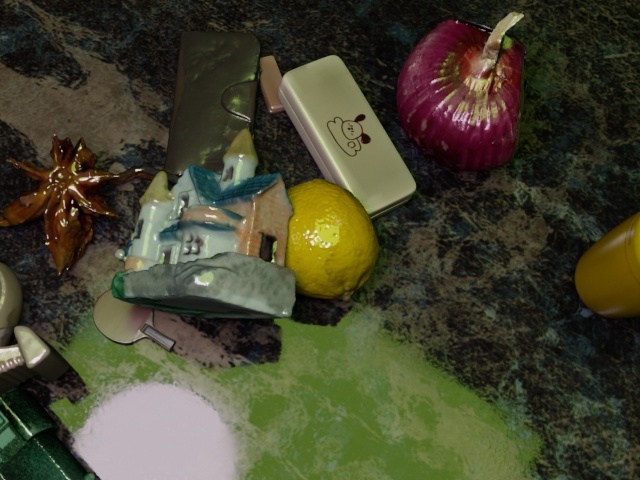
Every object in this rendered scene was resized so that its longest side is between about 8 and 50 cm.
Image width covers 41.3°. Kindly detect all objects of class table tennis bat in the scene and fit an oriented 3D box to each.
[{"bbox_3d":[-0.321,0.142,1.474,0.158,0.014,0.095,31,69,7],"label":"table tennis bat"}]

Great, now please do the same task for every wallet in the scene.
[{"bbox_3d":[-0.202,-0.259,1.599,0.165,0.042,0.310,1,70,9],"label":"wallet"}]

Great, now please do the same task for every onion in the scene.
[{"bbox_3d":[0.258,-0.251,1.563,0.256,0.272,0.231,16,71,38],"label":"onion"}]

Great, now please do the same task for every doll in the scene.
[{"bbox_3d":[-0.309,0.028,1.496,0.083,0.050,0.076,27,53,5],"label":"doll"}]

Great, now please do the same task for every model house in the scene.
[{"bbox_3d":[-0.179,-0.046,1.387,0.194,0.267,0.325,23,70,-43],"label":"model house"}]

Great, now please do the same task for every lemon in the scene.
[{"bbox_3d":[0.000,0.000,1.463,0.192,0.192,0.231,-19,70,-12],"label":"lemon"}]

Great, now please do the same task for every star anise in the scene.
[{"bbox_3d":[-0.399,-0.072,1.479,0.346,0.148,0.238,-13,95,-13],"label":"star anise"}]

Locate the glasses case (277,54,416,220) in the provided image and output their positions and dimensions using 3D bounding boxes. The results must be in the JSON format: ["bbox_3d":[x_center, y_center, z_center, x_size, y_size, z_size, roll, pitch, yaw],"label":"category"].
[{"bbox_3d":[0.047,-0.189,1.585,0.131,0.070,0.313,-25,79,-20],"label":"glasses case"}]

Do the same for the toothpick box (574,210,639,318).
[{"bbox_3d":[0.559,0.046,1.470,0.174,0.271,0.175,3,73,-10],"label":"toothpick box"}]

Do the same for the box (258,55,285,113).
[{"bbox_3d":[-0.095,-0.302,1.646,0.048,0.025,0.115,-17,74,-17],"label":"box"}]

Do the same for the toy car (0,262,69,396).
[{"bbox_3d":[-0.568,0.090,1.345,0.226,0.242,0.336,-21,76,-10],"label":"toy car"}]

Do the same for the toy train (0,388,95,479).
[{"bbox_3d":[-0.446,0.380,1.298,0.178,0.138,0.330,-44,81,-3],"label":"toy train"}]
